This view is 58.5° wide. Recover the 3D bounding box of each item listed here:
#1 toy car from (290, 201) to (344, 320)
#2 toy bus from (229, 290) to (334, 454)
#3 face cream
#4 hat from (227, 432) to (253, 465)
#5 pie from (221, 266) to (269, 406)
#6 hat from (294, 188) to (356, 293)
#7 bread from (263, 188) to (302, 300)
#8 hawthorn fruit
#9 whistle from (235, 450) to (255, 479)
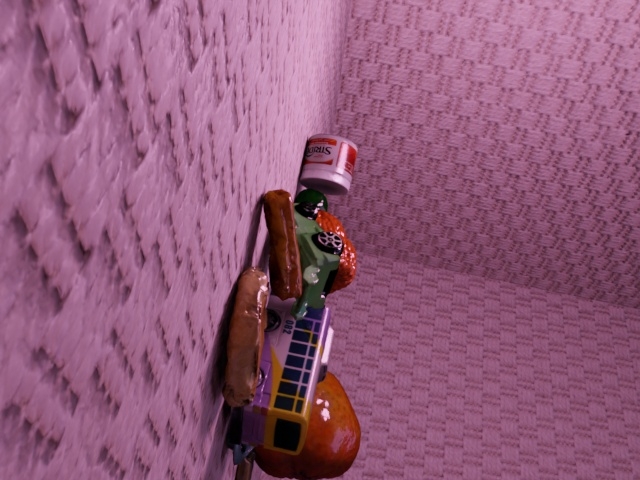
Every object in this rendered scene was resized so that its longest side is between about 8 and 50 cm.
[{"bbox_3d":[-0.057,0.049,1.661,0.359,0.176,0.214,56,-41,39],"label":"toy car"},{"bbox_3d":[-0.104,0.368,1.670,0.440,0.249,0.210,-75,176,-50],"label":"toy bus"},{"bbox_3d":[0.032,-0.296,2.237,0.201,0.200,0.187,90,12,-78],"label":"face cream"},{"bbox_3d":[-0.238,0.584,1.718,0.191,0.077,0.139,-23,118,-64],"label":"hat"},{"bbox_3d":[-0.171,0.226,1.363,0.339,0.083,0.340,-171,-90,-90],"label":"pie"},{"bbox_3d":[0.000,0.000,2.148,0.285,0.285,0.401,99,-1,-48],"label":"hat"},{"bbox_3d":[-0.095,0.011,1.432,0.139,0.077,0.271,-135,-140,-71],"label":"bread"},{"bbox_3d":[-0.061,0.723,2.274,0.472,0.471,0.473,12,90,-87],"label":"hawthorn fruit"},{"bbox_3d":[-0.295,0.938,2.131,0.067,0.057,0.327,2,102,-44],"label":"whistle"}]
